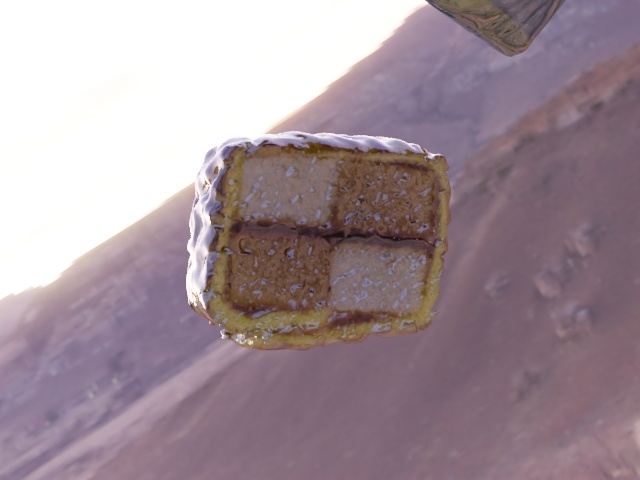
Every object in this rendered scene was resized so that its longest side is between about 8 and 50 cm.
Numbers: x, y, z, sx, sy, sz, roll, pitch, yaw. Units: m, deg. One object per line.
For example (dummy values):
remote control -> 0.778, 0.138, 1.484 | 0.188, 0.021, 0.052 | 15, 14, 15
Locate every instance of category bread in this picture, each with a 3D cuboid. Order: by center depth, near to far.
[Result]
bread -> 0.000, 0.000, 1.046 | 0.222, 0.182, 0.096 | 1, 4, -18

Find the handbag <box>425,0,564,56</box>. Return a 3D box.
handbag -> 0.112, -0.296, 0.873 | 0.241, 0.263, 0.222 | -49, -28, 13
